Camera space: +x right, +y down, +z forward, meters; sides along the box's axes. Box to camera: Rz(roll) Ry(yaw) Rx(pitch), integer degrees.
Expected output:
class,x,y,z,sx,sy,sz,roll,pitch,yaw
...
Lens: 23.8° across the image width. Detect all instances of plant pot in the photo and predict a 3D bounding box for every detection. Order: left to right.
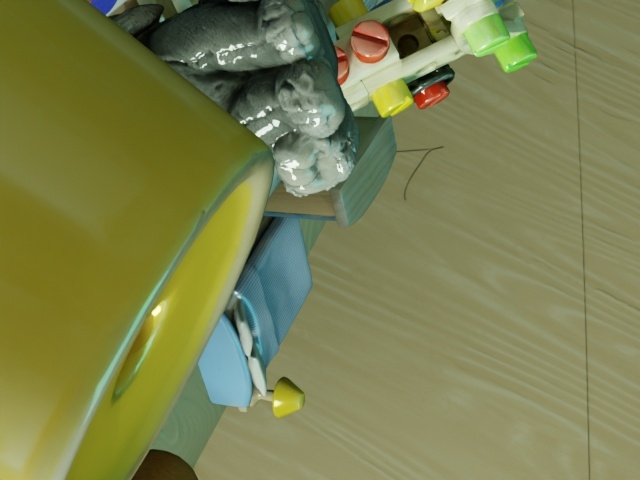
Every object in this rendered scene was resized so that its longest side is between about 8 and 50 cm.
class,x,y,z,sx,sy,sz,roll,pitch,yaw
plant pot,-0.156,-0.012,0.496,0.254,0.239,0.254,-62,175,-9

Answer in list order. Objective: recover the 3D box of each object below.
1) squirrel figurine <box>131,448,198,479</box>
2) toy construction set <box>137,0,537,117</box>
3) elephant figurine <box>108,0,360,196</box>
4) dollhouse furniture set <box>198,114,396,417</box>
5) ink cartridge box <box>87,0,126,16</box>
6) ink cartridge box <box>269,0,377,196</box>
class,x,y,z,sx,sy,sz,roll,pitch,yaw
squirrel figurine,-0.165,0.295,1.073,0.397,0.371,0.281,-24,131,-69
toy construction set,0.026,-0.153,1.135,0.215,0.328,0.151,73,5,-82
elephant figurine,-0.109,-0.084,0.940,0.239,0.169,0.186,-21,155,6
dollhouse furniture set,0.000,0.000,1.605,0.286,0.198,0.303,-57,144,-45
ink cartridge box,-0.098,-0.253,0.793,0.303,0.072,0.307,-53,168,-53
ink cartridge box,-0.026,-0.210,1.352,0.211,0.122,0.289,-56,171,-50
